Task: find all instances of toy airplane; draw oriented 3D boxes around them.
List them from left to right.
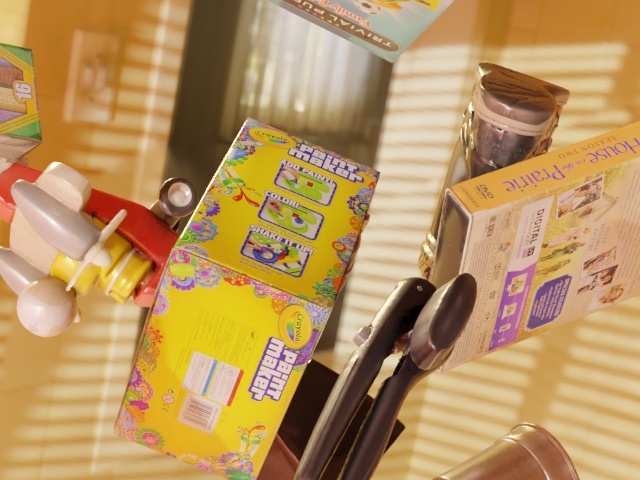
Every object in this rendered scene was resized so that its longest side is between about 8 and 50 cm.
[{"bbox_3d":[-0.392,0.001,1.829,0.384,0.272,0.386,2,157,28],"label":"toy airplane"}]

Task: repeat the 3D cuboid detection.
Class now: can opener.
[{"bbox_3d":[0.035,0.090,0.790,0.059,0.073,0.186,32,-124,9],"label":"can opener"}]

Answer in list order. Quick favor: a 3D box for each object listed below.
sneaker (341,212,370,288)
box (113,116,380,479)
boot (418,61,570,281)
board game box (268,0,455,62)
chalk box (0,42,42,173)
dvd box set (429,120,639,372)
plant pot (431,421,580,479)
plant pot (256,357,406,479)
[{"bbox_3d":[0.000,0.000,1.785,0.107,0.124,0.283,12,-172,-3],"label":"sneaker"},{"bbox_3d":[-0.082,0.067,1.445,0.177,0.290,0.279,22,-143,-1],"label":"box"},{"bbox_3d":[0.240,-0.089,1.751,0.138,0.284,0.377,18,-164,5],"label":"boot"},{"bbox_3d":[0.043,-0.358,1.593,0.254,0.079,0.336,25,165,-9],"label":"board game box"},{"bbox_3d":[-0.465,-0.167,1.518,0.213,0.132,0.132,8,154,-43],"label":"chalk box"},{"bbox_3d":[0.334,-0.009,1.595,0.420,0.307,0.062,-19,-127,-18],"label":"dvd box set"},{"bbox_3d":[0.248,0.359,1.748,0.165,0.167,0.167,-19,-156,-26],"label":"plant pot"},{"bbox_3d":[-0.028,0.281,1.808,0.187,0.167,0.188,-43,-173,-38],"label":"plant pot"}]
